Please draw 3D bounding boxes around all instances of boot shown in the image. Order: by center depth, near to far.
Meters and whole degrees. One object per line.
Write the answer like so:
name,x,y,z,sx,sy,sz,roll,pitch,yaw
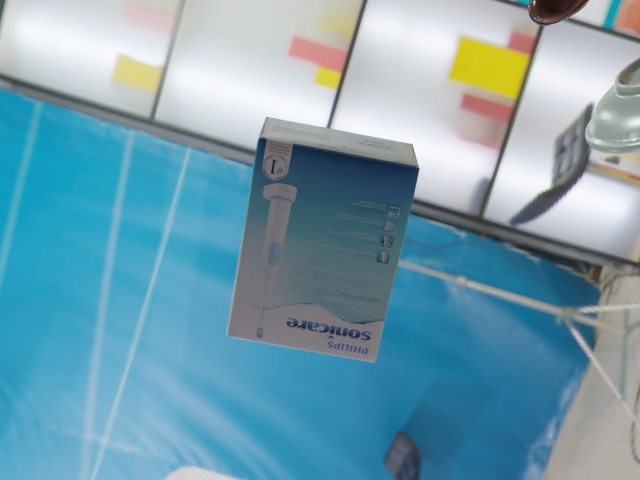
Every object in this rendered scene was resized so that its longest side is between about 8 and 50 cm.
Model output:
boot,0.444,-0.456,1.452,0.264,0.096,0.280,-31,-1,18

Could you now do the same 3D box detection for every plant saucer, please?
plant saucer,0.701,-0.316,1.771,0.400,0.100,0.400,-28,18,10

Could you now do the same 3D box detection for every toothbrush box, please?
toothbrush box,0.000,0.000,1.248,0.126,0.216,0.295,-85,5,-70
